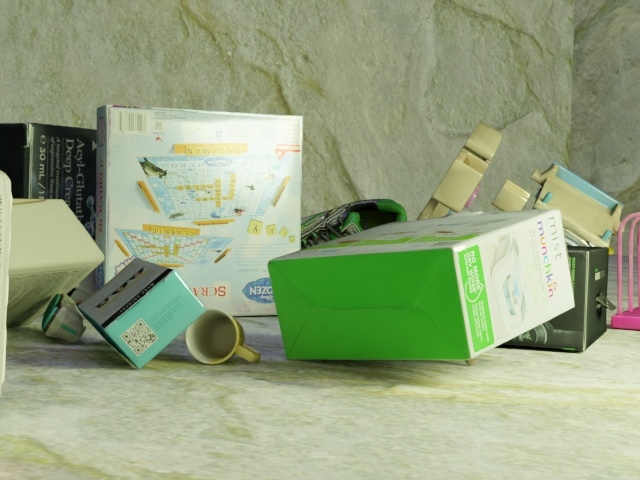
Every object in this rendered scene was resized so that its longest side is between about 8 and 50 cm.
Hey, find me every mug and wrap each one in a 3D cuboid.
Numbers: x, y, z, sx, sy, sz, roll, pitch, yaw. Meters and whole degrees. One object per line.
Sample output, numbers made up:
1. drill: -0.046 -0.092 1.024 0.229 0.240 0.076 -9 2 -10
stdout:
1. mug: -0.111 0.116 1.250 0.062 0.078 0.064 -31 -11 6

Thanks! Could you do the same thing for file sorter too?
1. file sorter: 0.596 0.043 1.732 0.202 0.182 0.290 2 2 29

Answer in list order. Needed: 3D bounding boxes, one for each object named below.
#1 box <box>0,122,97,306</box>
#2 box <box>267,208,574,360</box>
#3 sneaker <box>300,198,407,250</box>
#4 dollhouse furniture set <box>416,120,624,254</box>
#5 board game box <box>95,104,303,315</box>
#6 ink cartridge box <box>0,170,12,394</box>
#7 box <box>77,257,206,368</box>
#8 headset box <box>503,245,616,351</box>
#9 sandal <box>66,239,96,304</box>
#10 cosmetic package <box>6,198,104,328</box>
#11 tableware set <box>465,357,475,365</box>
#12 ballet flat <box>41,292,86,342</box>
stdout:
1. box: -0.449 -0.041 1.863 0.212 0.293 0.395 3 3 24
2. box: 0.116 0.046 1.265 0.262 0.127 0.231 -5 7 40
3. sneaker: 0.000 0.000 1.929 0.343 0.134 0.146 -27 -2 -28
4. dollhouse furniture set: 0.311 -0.005 1.732 0.303 0.198 0.286 32 25 4
5. board game box: -0.184 -0.040 1.692 0.318 0.318 0.066 1 2 -26
6. ink cartridge box: -0.300 0.046 0.827 0.117 0.207 0.283 3 1 -13
7. box: -0.215 0.079 1.292 0.100 0.060 0.244 -41 15 -13
8. headset box: 0.263 0.069 1.526 0.283 0.131 0.246 2 2 20
9. sandal: -0.383 0.043 1.679 0.076 0.102 0.265 -17 -24 21
10. cosmetic package: -0.427 0.035 1.393 0.160 0.113 0.309 -39 -8 13
11. tableware set: 0.131 0.121 1.347 0.128 0.039 0.194 -15 7 -42
12. ballet flat: -0.331 0.107 1.425 0.052 0.057 0.168 31 -1 -13
